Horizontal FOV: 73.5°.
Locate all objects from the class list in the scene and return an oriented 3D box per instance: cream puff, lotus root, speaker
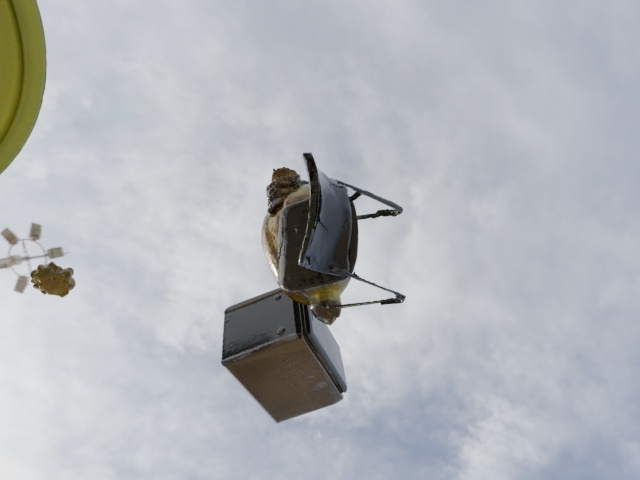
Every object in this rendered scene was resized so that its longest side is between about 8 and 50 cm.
[{"bbox_3d":[-0.581,0.083,0.933,0.083,0.058,0.083,-19,-63,-31],"label":"cream puff"},{"bbox_3d":[-0.023,0.012,0.799,0.169,0.141,0.314,-34,-119,32],"label":"lotus root"},{"bbox_3d":[-0.072,0.235,0.877,0.193,0.153,0.231,-22,-53,7],"label":"speaker"}]

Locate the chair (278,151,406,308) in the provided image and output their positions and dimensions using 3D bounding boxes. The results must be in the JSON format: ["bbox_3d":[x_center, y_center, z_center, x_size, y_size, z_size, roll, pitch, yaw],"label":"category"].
[{"bbox_3d":[0.000,0.000,0.538,0.145,0.221,0.140,-11,-110,32],"label":"chair"}]

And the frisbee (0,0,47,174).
[{"bbox_3d":[-0.253,-0.097,0.179,0.236,0.236,0.017,-52,-128,6],"label":"frisbee"}]
